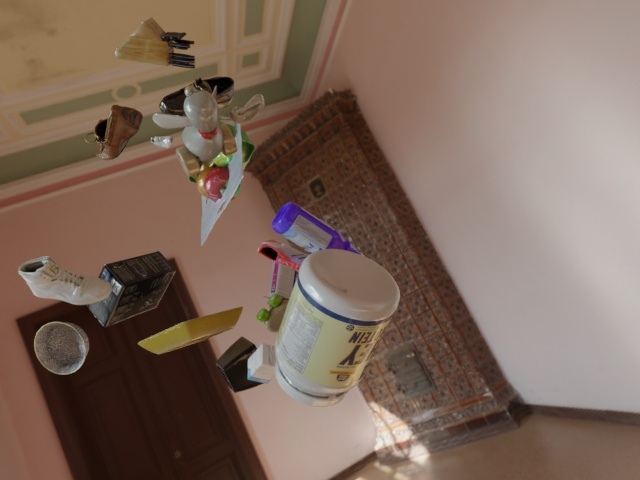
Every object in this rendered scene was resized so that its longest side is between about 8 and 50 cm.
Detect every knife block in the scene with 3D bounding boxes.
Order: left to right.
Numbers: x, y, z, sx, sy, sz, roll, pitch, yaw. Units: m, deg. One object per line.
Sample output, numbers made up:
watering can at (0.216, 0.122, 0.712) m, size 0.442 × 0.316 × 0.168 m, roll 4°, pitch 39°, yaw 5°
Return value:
knife block at (-0.651, -0.757, 1.794) m, size 0.276 × 0.242 × 0.088 m, roll -31°, pitch 29°, yaw 22°

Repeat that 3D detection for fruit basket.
fruit basket at (-0.315, -0.206, 1.444) m, size 0.165 × 0.353 × 0.327 m, roll 13°, pitch -47°, yaw -33°

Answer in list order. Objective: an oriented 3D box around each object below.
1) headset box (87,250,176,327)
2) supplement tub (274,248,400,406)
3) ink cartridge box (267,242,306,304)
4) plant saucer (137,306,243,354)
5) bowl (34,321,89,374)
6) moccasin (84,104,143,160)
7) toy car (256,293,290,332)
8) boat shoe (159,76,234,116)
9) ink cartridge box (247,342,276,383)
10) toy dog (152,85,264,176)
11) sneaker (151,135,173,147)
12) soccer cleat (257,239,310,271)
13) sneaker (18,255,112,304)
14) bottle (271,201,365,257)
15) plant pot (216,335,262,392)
headset box at (-0.768, 0.192, 1.823) m, size 0.246 × 0.131 × 0.283 m, roll -55°, pitch -17°, yaw 27°
supplement tub at (0.026, 0.209, 1.051) m, size 0.235 × 0.235 × 0.324 m, roll -15°, pitch -47°, yaw -47°
ink cartridge box at (-0.150, 0.212, 2.027) m, size 0.069 × 0.370 × 0.176 m, roll -15°, pitch -30°, yaw 36°
plant saucer at (-0.535, 0.390, 1.871) m, size 0.333 × 0.081 × 0.333 m, roll -26°, pitch -10°, yaw 31°
bowl at (-0.790, 0.324, 1.381) m, size 0.170 × 0.170 × 0.080 m, roll -28°, pitch 3°, yaw 10°
moccasin at (-0.845, -0.430, 1.768) m, size 0.147 × 0.139 × 0.380 m, roll 24°, pitch -22°, yaw -32°
toy car at (-0.182, 0.286, 1.820) m, size 0.149 × 0.155 × 0.188 m, roll -51°, pitch 24°, yaw -3°
boat shoe at (-0.492, -0.594, 1.775) m, size 0.355 × 0.132 × 0.130 m, roll -40°, pitch -7°, yaw -43°
ink cartridge box at (-0.210, 0.473, 1.706) m, size 0.090 × 0.092 × 0.143 m, roll 23°, pitch -54°, yaw -25°
toy dog at (-0.302, -0.300, 1.096) m, size 0.220 × 0.161 × 0.334 m, roll -31°, pitch -4°, yaw -36°
sneaker at (-0.747, -0.465, 2.073) m, size 0.152 × 0.053 × 0.061 m, roll 3°, pitch -8°, yaw 43°
soccer cleat at (-0.113, 0.072, 1.621) m, size 0.095 × 0.248 × 0.083 m, roll -42°, pitch -24°, yaw -62°
sneaker at (-0.912, 0.140, 1.566) m, size 0.293 × 0.108 × 0.169 m, roll 2°, pitch -39°, yaw -1°
bottle at (0.000, 0.000, 1.259) m, size 0.092 × 0.283 × 0.118 m, roll -61°, pitch 17°, yaw -15°
plant pot at (-0.354, 0.568, 1.970) m, size 0.167 × 0.187 × 0.188 m, roll -30°, pitch 14°, yaw -26°
